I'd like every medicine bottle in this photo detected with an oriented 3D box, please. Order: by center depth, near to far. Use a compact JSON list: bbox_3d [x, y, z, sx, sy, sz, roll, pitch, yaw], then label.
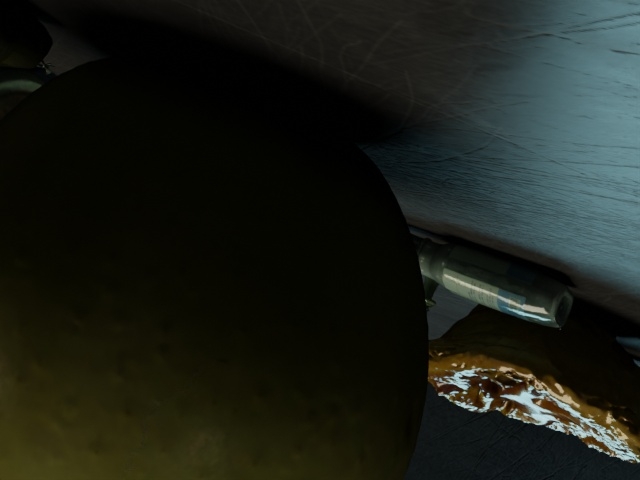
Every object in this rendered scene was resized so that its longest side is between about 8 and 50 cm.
[{"bbox_3d":[0.168,0.038,1.499,0.208,0.053,0.090,21,175,23],"label":"medicine bottle"}]

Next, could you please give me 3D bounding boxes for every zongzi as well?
[{"bbox_3d":[-0.294,-0.200,1.192,0.130,0.062,0.154,41,-163,21],"label":"zongzi"}]

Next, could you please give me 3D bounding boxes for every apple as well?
[{"bbox_3d":[-0.132,0.075,1.166,0.474,0.473,0.473,22,174,3],"label":"apple"}]

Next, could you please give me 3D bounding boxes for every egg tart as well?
[{"bbox_3d":[0.287,0.163,1.699,0.339,0.153,0.351,16,171,41],"label":"egg tart"}]

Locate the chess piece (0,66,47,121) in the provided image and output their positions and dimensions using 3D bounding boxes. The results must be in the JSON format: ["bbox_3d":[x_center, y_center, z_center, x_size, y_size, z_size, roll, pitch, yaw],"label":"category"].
[{"bbox_3d":[-0.443,-0.147,1.534,0.299,0.194,0.194,29,178,32],"label":"chess piece"}]

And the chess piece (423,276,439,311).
[{"bbox_3d":[0.128,0.064,1.669,0.042,0.093,0.042,22,175,2],"label":"chess piece"}]
